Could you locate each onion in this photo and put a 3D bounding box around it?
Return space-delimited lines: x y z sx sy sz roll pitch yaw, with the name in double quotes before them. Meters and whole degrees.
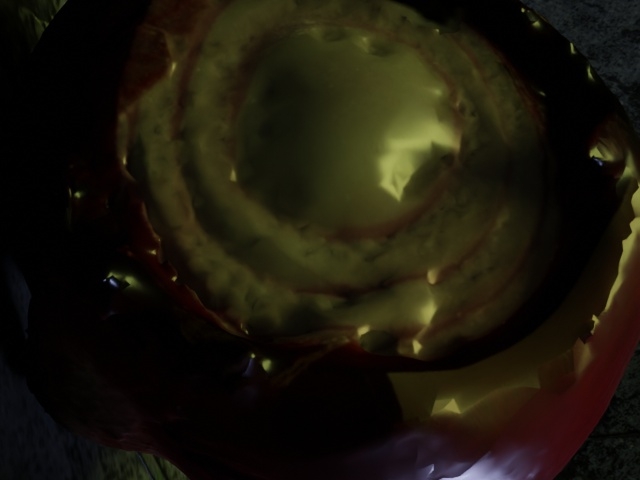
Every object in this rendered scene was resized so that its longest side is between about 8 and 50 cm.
"onion" 0.003 -0.007 0.809 0.341 0.341 0.341 -9 90 -80
